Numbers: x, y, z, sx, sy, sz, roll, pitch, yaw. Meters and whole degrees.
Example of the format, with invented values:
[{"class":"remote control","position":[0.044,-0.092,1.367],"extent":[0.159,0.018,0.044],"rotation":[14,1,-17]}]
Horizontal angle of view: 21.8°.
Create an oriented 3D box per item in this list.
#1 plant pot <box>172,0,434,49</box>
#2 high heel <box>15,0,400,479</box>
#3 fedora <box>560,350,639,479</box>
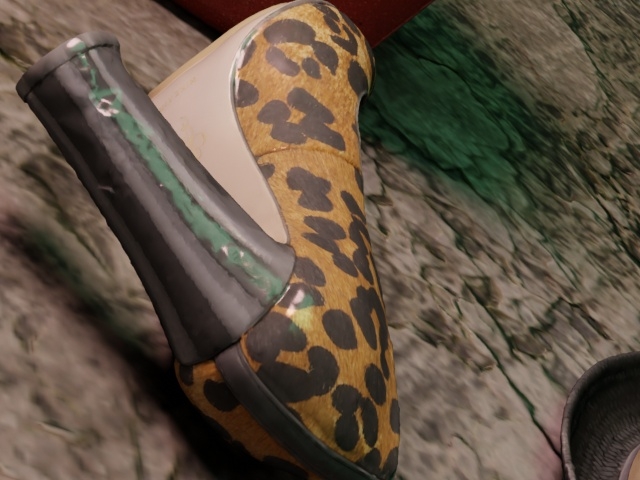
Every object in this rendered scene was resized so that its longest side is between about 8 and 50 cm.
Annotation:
[{"class":"plant pot","position":[0.011,-0.237,0.870],"extent":[0.235,0.267,0.267],"rotation":[51,24,-5]},{"class":"high heel","position":[0.000,0.000,0.661],"extent":[0.186,0.093,0.261],"rotation":[55,24,6]},{"class":"fedora","position":[0.258,0.124,0.706],"extent":[0.334,0.152,0.334],"rotation":[31,26,-17]}]
